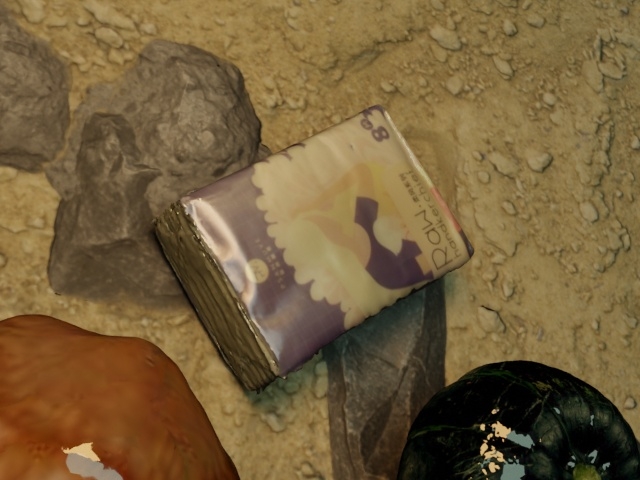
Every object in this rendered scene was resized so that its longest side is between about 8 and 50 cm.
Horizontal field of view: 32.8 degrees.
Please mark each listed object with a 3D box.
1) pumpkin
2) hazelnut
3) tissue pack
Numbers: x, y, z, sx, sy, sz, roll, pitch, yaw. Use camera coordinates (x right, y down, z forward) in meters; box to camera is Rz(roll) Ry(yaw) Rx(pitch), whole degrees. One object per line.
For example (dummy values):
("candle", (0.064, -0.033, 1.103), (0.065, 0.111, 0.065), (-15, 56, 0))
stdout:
("pumpkin", (0.224, 0.293, 1.274), (0.315, 0.238, 0.315), (5, 82, -38))
("hazelnut", (-0.252, 0.253, 1.012), (0.372, 0.315, 0.373), (0, 84, 3))
("tissue pack", (0.000, 0.000, 1.333), (0.343, 0.125, 0.242), (-29, 85, -33))
